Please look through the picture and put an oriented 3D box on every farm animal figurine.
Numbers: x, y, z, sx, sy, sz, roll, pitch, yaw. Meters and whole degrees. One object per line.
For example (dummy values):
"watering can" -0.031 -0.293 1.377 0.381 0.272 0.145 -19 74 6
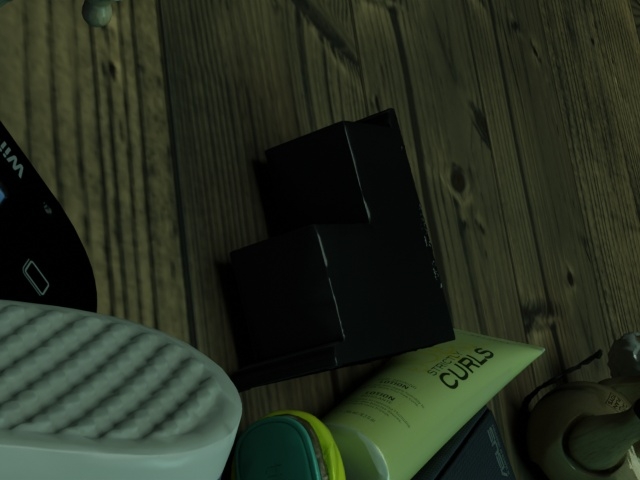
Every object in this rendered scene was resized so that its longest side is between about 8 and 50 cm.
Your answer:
"farm animal figurine" 0.264 0.252 0.941 0.330 0.172 0.326 -10 71 -54

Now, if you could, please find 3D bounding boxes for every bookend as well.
"bookend" 0.000 0.000 0.688 0.157 0.072 0.156 -3 77 -60

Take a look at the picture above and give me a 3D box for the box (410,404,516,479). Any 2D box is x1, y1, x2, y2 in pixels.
"box" 0.096 0.248 0.736 0.183 0.059 0.232 -32 103 -59

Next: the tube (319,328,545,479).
"tube" 0.065 0.100 0.749 0.070 0.062 0.240 50 32 8

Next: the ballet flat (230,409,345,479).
"ballet flat" -0.003 0.201 0.581 0.077 0.077 0.230 54 28 -62

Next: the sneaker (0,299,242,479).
"sneaker" -0.174 0.087 0.307 0.282 0.161 0.102 16 24 -24

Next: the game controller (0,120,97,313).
"game controller" -0.187 -0.055 0.395 0.319 0.067 0.166 59 32 -25

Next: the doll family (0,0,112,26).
"doll family" -0.136 -0.220 0.470 0.263 0.163 0.118 60 31 -22
